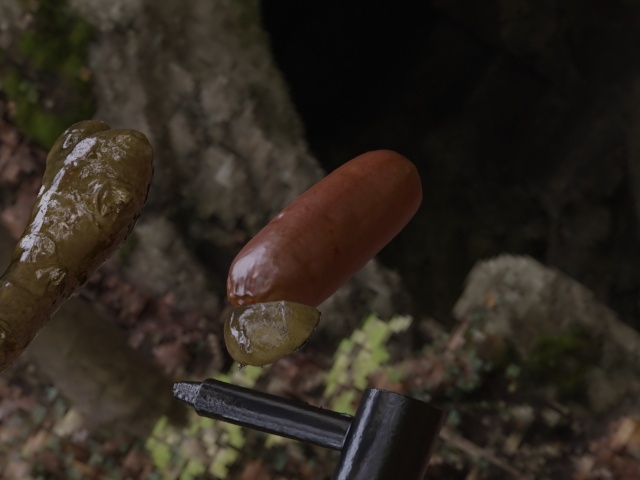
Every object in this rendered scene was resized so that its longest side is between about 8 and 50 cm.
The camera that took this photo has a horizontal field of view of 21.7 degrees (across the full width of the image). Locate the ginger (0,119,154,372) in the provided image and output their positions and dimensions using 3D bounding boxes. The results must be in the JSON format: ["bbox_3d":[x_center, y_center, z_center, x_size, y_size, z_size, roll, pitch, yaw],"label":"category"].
[{"bbox_3d":[-0.198,-0.002,1.273,0.148,0.081,0.333,-23,29,32],"label":"ginger"}]

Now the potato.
[{"bbox_3d":[-0.046,0.068,1.232,0.093,0.036,0.037,-19,43,41],"label":"potato"}]

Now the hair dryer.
[{"bbox_3d":[-0.028,0.161,1.361,0.248,0.070,0.114,11,69,28],"label":"hair dryer"}]

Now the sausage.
[{"bbox_3d":[0.000,0.000,1.827,0.259,0.113,0.113,-41,5,-34],"label":"sausage"}]
